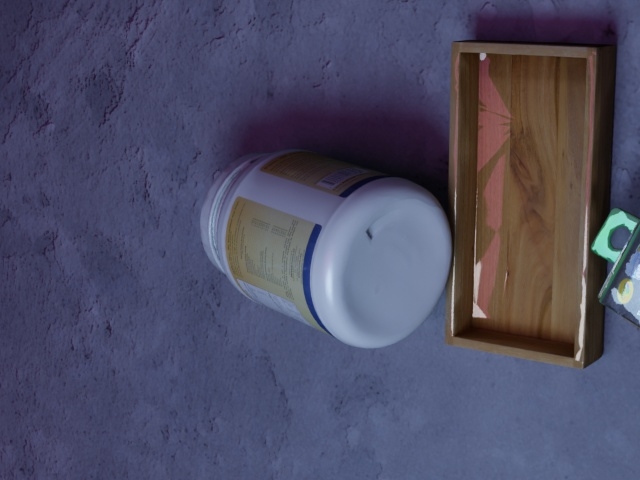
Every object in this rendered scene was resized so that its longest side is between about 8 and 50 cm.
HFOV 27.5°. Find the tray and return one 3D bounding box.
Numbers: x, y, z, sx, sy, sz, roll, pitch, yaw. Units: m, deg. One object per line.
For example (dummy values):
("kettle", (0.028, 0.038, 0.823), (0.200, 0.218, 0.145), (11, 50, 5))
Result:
("tray", (0.273, -0.052, 1.719), (0.203, 0.076, 0.411), (8, 104, 33))

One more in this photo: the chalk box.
("chalk box", (0.436, 0.039, 1.592), (0.213, 0.132, 0.132), (36, 119, 24))

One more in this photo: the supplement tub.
("supplement tub", (0.000, 0.000, 1.790), (0.316, 0.228, 0.228), (21, 112, 49))
